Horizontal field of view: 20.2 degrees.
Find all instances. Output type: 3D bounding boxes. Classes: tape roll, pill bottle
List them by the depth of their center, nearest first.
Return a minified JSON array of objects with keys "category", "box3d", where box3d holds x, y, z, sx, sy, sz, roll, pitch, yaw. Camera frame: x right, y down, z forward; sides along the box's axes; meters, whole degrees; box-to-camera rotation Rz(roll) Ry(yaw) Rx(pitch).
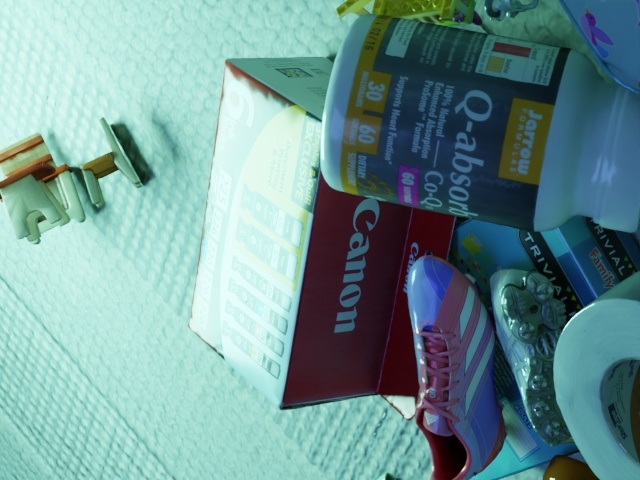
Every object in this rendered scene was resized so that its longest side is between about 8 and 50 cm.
[{"category":"tape roll","box3d":[0.295,0.132,1.463,0.219,0.072,0.219,31,136,37]},{"category":"pill bottle","box3d":[0.150,-0.097,1.558,0.278,0.162,0.162,11,128,11]}]

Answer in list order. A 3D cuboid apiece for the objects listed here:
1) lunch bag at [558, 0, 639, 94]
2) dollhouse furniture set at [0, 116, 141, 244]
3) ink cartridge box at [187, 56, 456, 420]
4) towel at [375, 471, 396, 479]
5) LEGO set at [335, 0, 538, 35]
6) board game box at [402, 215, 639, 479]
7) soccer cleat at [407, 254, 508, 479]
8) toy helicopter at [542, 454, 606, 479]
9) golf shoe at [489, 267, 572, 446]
[{"category":"lunch bag","box3d":[0.267,-0.259,1.391,0.224,0.108,0.279,-13,115,52]},{"category":"dollhouse furniture set","box3d":[-0.371,-0.071,2.259,0.135,0.262,0.259,64,177,0]},{"category":"ink cartridge box","box3d":[0.000,0.000,1.817,0.272,0.130,0.309,35,123,50]},{"category":"towel","box3d":[0.070,0.441,2.225,0.248,0.038,0.325,57,145,7]},{"category":"LEGO set","box3d":[0.092,-0.232,1.687,0.287,0.132,0.107,25,174,46]},{"category":"board game box","box3d":[0.201,0.091,1.778,0.254,0.079,0.336,60,145,1]},{"category":"soccer cleat","box3d":[0.123,0.130,1.725,0.083,0.095,0.248,13,133,36]},{"category":"toy helicopter","box3d":[0.328,0.313,1.615,0.355,0.140,0.235,26,169,12]},{"category":"golf shoe","box3d":[0.202,0.104,1.678,0.086,0.069,0.176,-144,37,-68]}]
